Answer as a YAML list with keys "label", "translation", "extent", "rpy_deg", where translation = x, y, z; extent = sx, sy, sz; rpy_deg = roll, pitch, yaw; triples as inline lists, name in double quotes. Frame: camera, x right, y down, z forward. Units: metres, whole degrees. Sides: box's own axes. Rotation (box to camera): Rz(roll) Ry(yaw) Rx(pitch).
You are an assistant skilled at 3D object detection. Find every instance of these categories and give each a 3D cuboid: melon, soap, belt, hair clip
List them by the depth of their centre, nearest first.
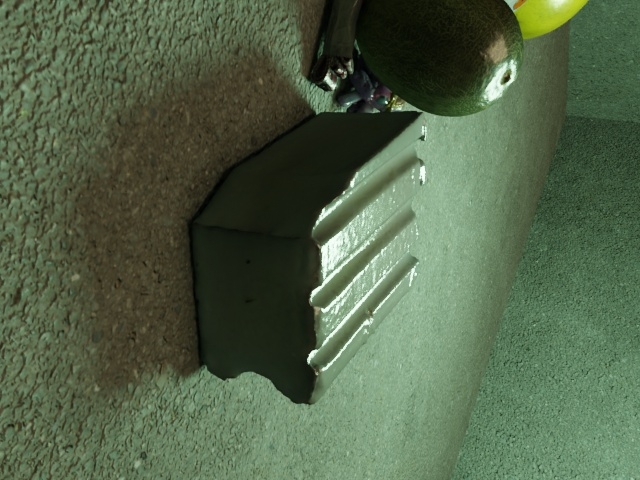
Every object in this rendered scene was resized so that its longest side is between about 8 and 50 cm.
- label: "soap"
  translation: [0.000, 0.000, 1.187]
  extent: [0.435, 0.212, 0.350]
  rpy_deg: [-43, 140, -53]
- label: "belt"
  translation: [0.041, -0.377, 1.286]
  extent: [0.053, 0.071, 0.232]
  rpy_deg: [29, 74, -72]
- label: "melon"
  translation: [0.209, -0.361, 1.330]
  extent: [0.248, 0.329, 0.249]
  rpy_deg: [-35, 144, -31]
- label: "hair clip"
  translation: [0.124, -0.324, 1.477]
  extent: [0.137, 0.090, 0.278]
  rpy_deg: [55, 36, -11]

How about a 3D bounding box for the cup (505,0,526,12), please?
- label: "cup"
  translation: [0.408, -0.626, 1.674]
  extent: [0.317, 0.212, 0.212]
  rpy_deg: [-42, -179, 38]

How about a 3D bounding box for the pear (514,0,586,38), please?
- label: "pear"
  translation: [0.554, -0.719, 1.905]
  extent: [0.362, 0.362, 0.418]
  rpy_deg: [-62, 177, -33]
